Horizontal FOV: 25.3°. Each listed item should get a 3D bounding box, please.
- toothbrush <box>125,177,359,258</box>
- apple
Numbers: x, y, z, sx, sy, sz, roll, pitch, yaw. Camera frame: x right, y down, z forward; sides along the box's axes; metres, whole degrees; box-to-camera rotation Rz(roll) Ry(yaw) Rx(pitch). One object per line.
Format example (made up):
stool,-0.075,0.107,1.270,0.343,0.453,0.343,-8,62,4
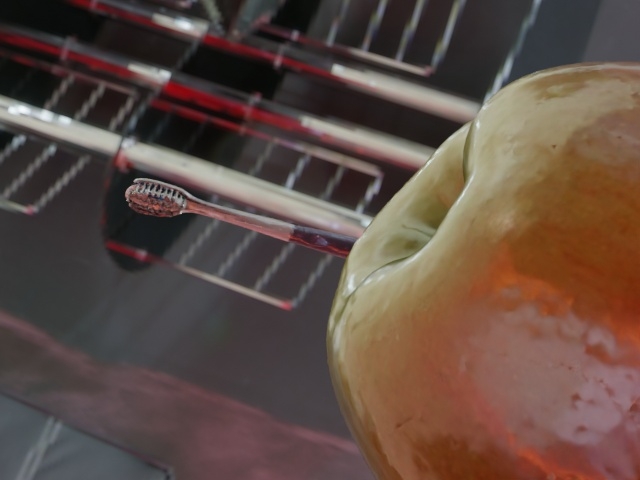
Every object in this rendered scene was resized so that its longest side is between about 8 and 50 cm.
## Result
toothbrush,0.000,0.000,1.033,0.026,0.288,0.024,-95,-159,-72
apple,0.169,0.050,0.830,0.338,0.305,0.338,-54,175,-7
